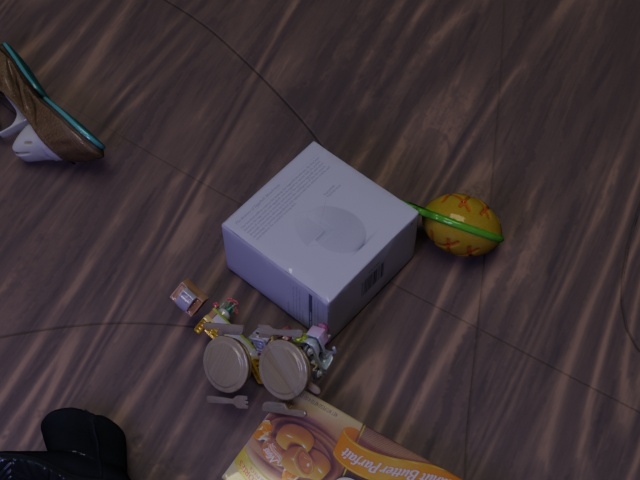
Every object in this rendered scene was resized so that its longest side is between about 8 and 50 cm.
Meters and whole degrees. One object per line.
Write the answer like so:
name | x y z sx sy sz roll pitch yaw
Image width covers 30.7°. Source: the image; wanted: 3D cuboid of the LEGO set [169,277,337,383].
LEGO set | -0.090 0.134 1.806 0.287 0.132 0.107 21 46 29

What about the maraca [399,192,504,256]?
maraca | 0.212 -0.032 1.899 0.185 0.127 0.099 19 92 -10

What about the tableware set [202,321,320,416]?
tableware set | -0.089 0.182 1.714 0.194 0.128 0.039 2 7 36

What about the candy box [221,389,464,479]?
candy box | 0.040 0.361 1.663 0.316 0.087 0.183 28 61 18

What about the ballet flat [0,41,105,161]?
ballet flat | -0.512 -0.217 2.056 0.124 0.116 0.342 -45 64 -2

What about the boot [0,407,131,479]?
boot | -0.374 0.306 1.619 0.246 0.094 0.207 17 14 -25

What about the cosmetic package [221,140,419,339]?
cosmetic package | 0.000 0.000 1.875 0.224 0.138 0.224 37 64 21
